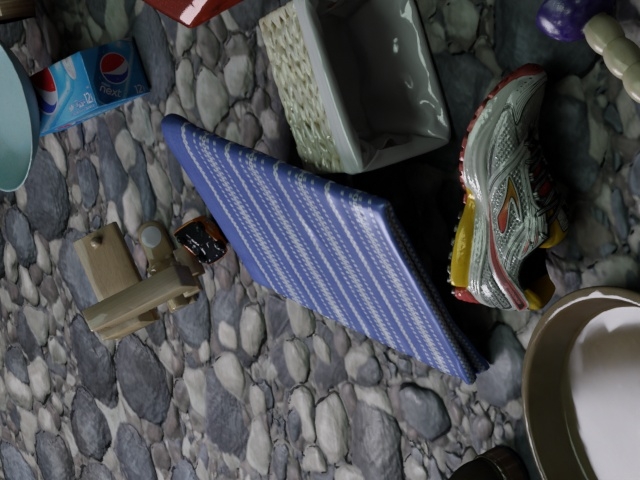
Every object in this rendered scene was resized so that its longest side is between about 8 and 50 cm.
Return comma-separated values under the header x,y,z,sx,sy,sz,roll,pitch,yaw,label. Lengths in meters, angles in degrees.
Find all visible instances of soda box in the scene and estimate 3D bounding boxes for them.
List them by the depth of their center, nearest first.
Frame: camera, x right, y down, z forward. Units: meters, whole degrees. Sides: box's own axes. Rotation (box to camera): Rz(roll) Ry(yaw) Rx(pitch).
x,y,z,sx,sy,sz,roll,pitch,yaw,label
-0.277,-0.168,2.195,0.210,0.071,0.067,-16,94,57,soda box

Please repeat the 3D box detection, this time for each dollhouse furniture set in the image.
x,y,z,sx,sy,sz,roll,pitch,yaw,label
-0.211,0.025,2.127,0.144,0.151,0.123,-26,82,12,dollhouse furniture set

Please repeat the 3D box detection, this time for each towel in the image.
x,y,z,sx,sy,sz,roll,pitch,yaw,label
0.000,0.000,1.833,0.336,0.040,0.243,23,153,46,towel

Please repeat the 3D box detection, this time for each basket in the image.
x,y,z,sx,sy,sz,roll,pitch,yaw,label
0.027,-0.145,1.738,0.103,0.113,0.167,-12,97,58,basket

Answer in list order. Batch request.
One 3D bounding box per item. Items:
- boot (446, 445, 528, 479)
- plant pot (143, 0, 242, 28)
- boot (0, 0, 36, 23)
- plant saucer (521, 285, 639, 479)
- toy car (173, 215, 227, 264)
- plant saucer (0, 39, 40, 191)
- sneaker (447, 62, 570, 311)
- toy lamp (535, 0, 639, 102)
x,y,z,sx,sy,sz,roll,pitch,yaw,label
0.150,0.309,1.802,0.082,0.106,0.219,-2,104,55,boot
-0.090,-0.349,1.693,0.236,0.267,0.267,52,144,5,plant pot
-0.465,-0.346,2.270,0.283,0.109,0.220,-8,93,29,boot
0.273,0.165,1.613,0.278,0.041,0.278,31,131,44,plant saucer
-0.108,-0.031,2.075,0.122,0.060,0.040,-53,17,34,toy car
-0.363,-0.153,2.226,0.195,0.037,0.195,28,126,47,plant saucer
0.171,-0.043,1.630,0.092,0.088,0.225,18,124,26,sneaker
0.267,-0.087,1.458,0.275,0.080,0.080,53,143,23,toy lamp
